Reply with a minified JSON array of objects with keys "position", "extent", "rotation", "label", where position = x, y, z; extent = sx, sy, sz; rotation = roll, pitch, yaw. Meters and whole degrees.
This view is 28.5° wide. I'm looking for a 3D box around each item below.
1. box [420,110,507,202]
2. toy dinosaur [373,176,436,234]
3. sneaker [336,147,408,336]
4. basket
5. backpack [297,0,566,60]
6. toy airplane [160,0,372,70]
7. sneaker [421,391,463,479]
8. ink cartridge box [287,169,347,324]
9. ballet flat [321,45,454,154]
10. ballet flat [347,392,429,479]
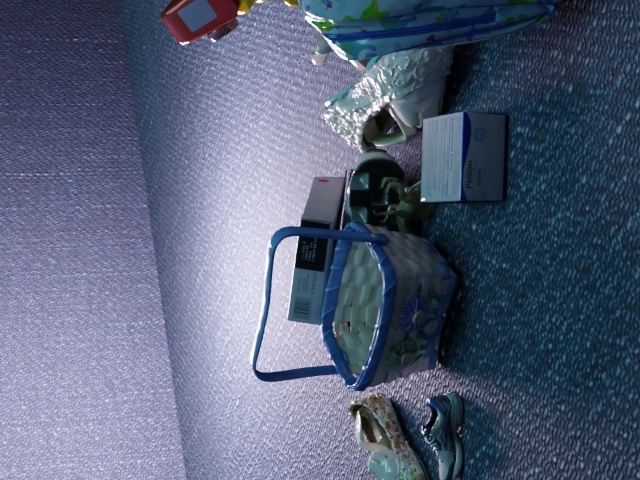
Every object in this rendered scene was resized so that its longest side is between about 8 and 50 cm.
[{"position":[0.202,-0.116,1.793],"extent":[0.137,0.072,0.126],"rotation":[-177,89,-71],"label":"box"},{"position":[0.140,-0.070,1.940],"extent":[0.053,0.093,0.183],"rotation":[-91,23,-54],"label":"toy dinosaur"},{"position":[0.089,0.009,2.066],"extent":[0.146,0.122,0.330],"rotation":[-94,10,-73],"label":"sneaker"},{"position":[0.046,0.093,1.887],"extent":[0.201,0.289,0.254],"rotation":[-117,32,-56],"label":"basket"},{"position":[0.137,-0.367,1.579],"extent":[0.290,0.356,0.273],"rotation":[-111,25,-47],"label":"backpack"},{"position":[-0.051,-0.492,2.093],"extent":[0.272,0.386,0.384],"rotation":[-155,74,-70],"label":"toy airplane"},{"position":[0.175,0.292,1.861],"extent":[0.052,0.058,0.135],"rotation":[170,100,-70],"label":"sneaker"},{"position":[0.000,0.000,2.158],"extent":[0.371,0.069,0.175],"rotation":[-68,-14,-73],"label":"ink cartridge box"},{"position":[0.126,-0.229,1.976],"extent":[0.409,0.147,0.147],"rotation":[150,119,-70],"label":"ballet flat"},{"position":[0.103,0.339,2.029],"extent":[0.241,0.077,0.091],"rotation":[-118,36,-52],"label":"ballet flat"}]
